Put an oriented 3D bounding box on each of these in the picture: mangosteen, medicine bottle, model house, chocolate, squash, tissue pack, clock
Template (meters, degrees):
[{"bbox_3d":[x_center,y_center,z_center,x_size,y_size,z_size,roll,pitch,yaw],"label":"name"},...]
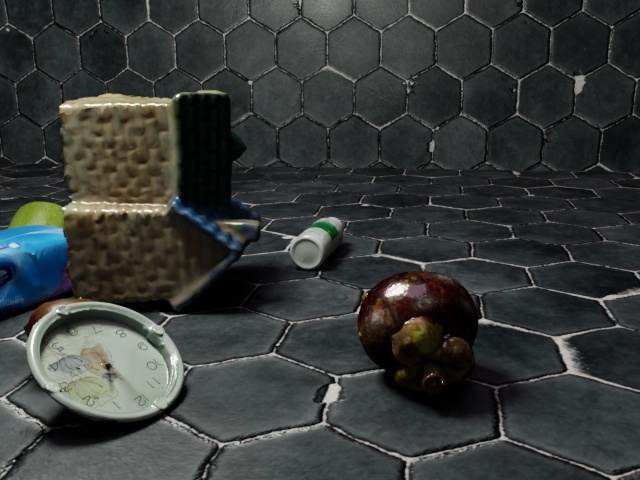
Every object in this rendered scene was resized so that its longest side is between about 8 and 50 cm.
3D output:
[{"bbox_3d":[0.157,0.154,1.064,0.192,0.192,0.217,-2,46,-3],"label":"mangosteen"},{"bbox_3d":[0.000,0.000,1.777,0.095,0.095,0.260,3,14,15],"label":"medicine bottle"},{"bbox_3d":[-0.315,-0.106,1.519,0.400,0.445,0.395,-1,12,7],"label":"model house"},{"bbox_3d":[-0.410,0.152,1.133,0.133,0.124,0.127,-34,59,-20],"label":"chocolate"},{"bbox_3d":[-0.755,0.038,1.807,0.189,0.189,0.260,-1,50,-1],"label":"squash"},{"bbox_3d":[-0.672,0.059,1.475,0.198,0.146,0.263,7,17,30],"label":"tissue pack"},{"bbox_3d":[-0.325,0.189,1.029,0.236,0.053,0.236,25,29,-15],"label":"clock"}]

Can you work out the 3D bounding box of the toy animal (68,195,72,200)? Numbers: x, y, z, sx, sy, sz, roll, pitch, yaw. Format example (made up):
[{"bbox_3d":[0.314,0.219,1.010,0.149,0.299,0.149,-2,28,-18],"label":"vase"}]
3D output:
[{"bbox_3d":[-0.596,-0.046,1.801,0.073,0.176,0.217,-35,22,-9],"label":"toy animal"}]
